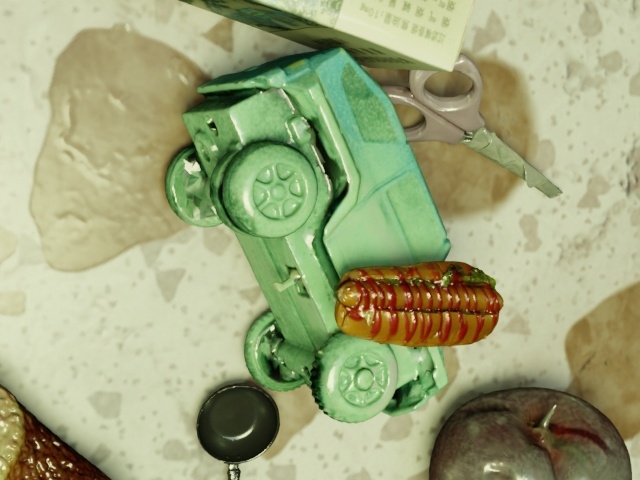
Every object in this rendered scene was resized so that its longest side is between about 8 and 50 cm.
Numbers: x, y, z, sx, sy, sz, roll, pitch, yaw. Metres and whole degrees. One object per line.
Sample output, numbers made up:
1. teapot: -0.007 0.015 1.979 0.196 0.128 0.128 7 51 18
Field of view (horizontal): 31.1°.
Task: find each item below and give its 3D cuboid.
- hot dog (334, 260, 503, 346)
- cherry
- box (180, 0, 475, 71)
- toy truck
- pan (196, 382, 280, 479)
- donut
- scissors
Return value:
1. hot dog: 0.070 0.044 0.803 0.144 0.038 0.062 5 88 -34
2. cherry: 0.175 0.205 0.964 0.176 0.140 0.176 -7 124 -11
3. box: -0.039 -0.190 0.816 0.256 0.164 0.069 16 94 -20
4. toy truck: 0.000 0.000 0.867 0.156 0.155 0.279 -31 106 -21
5. pan: -0.070 0.168 0.934 0.068 0.023 0.115 3 101 -17
6. donut: -0.235 0.187 0.840 0.186 0.144 0.126 39 77 11
7. scissors: 0.130 -0.081 0.946 0.212 0.110 0.021 32 46 -31
